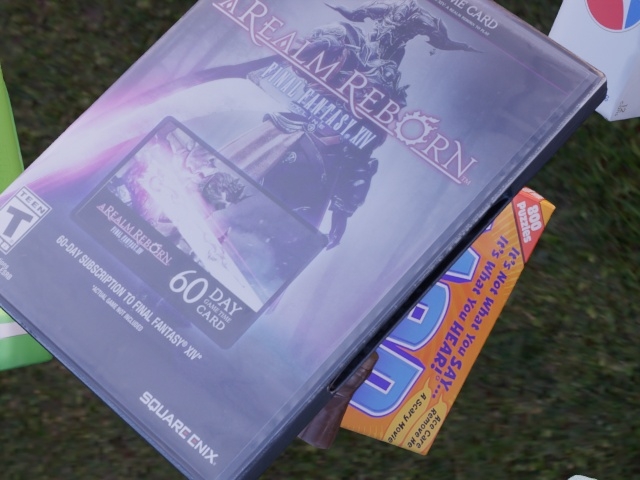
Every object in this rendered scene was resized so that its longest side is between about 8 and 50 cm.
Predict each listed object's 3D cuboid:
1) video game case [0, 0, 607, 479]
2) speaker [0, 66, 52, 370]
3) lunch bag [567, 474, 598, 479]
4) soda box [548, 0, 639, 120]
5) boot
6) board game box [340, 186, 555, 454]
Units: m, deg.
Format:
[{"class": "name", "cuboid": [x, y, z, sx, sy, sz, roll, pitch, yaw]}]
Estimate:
[{"class": "video game case", "cuboid": [-0.023, -0.033, 0.723, 0.196, 0.026, 0.274, 38, 78, 23]}, {"class": "speaker", "cuboid": [-0.281, -0.045, 1.098, 0.131, 0.131, 0.296, -13, 88, 18]}, {"class": "lunch bag", "cuboid": [0.090, 0.224, 0.618, 0.262, 0.160, 0.223, -3, 44, -16]}, {"class": "soda box", "cuboid": [0.214, -0.184, 0.902, 0.069, 0.074, 0.216, 42, 126, 33]}, {"class": "boot", "cuboid": [-0.015, 0.129, 1.355, 0.106, 0.037, 0.114, 31, 113, 3]}, {"class": "board game box", "cuboid": [0.000, 0.000, 1.884, 0.356, 0.357, 0.356, -64, 29, 8]}]
